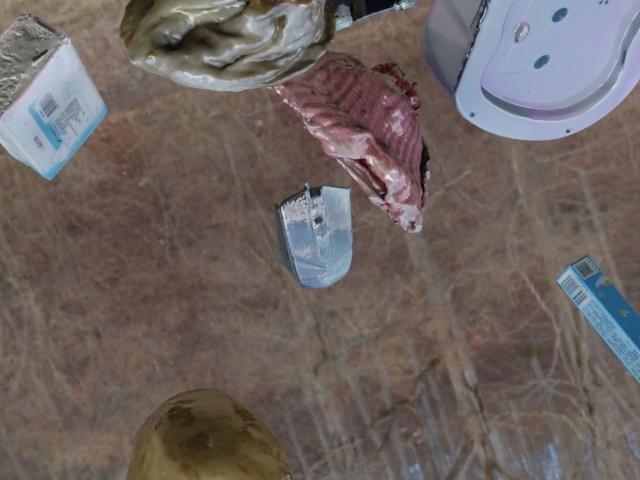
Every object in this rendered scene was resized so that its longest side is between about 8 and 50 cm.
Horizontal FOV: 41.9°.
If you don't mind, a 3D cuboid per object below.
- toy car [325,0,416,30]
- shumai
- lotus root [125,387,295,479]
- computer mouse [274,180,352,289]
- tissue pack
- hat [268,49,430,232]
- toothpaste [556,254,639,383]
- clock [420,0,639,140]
[{"bbox_3d":[0.038,-0.279,0.888,0.056,0.095,0.205,-9,-165,44],"label":"toy car"},{"bbox_3d":[-0.079,-0.215,0.721,0.201,0.120,0.201,1,-137,-1],"label":"shumai"},{"bbox_3d":[-0.114,0.230,0.817,0.160,0.146,0.284,-55,-165,-6],"label":"lotus root"},{"bbox_3d":[-0.001,0.002,1.298,0.126,0.231,0.071,-12,-134,-10],"label":"computer mouse"},{"bbox_3d":[-0.515,-0.255,1.527,0.201,0.124,0.271,-59,170,-17],"label":"tissue pack"},{"bbox_3d":[0.053,-0.144,1.009,0.107,0.236,0.286,-36,-168,30],"label":"hat"},{"bbox_3d":[0.518,0.150,1.449,0.050,0.266,0.065,-25,158,-25],"label":"toothpaste"},{"bbox_3d":[0.293,-0.269,1.010,0.339,0.338,0.102,-21,-126,-3],"label":"clock"}]
